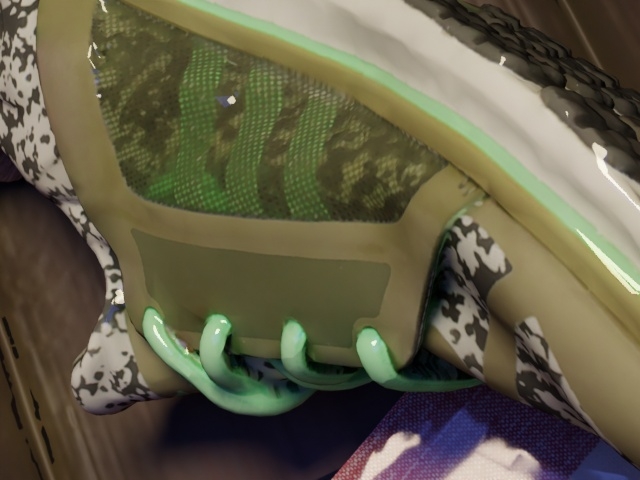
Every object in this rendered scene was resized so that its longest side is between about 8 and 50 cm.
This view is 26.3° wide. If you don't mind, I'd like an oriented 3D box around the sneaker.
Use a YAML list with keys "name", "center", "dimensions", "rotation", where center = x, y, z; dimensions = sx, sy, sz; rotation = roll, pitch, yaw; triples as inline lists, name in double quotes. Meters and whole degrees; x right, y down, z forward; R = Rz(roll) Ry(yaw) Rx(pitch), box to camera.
- name: "sneaker"
  center: [0.000, 0.000, 0.441]
  dimensions: [0.410, 0.158, 0.182]
  rotation: [40, 108, 37]

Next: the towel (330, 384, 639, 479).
- name: "towel"
  center: [0.104, 0.203, 0.411]
  dimensions: [0.329, 0.037, 0.237]
  rotation: [40, 85, 19]
